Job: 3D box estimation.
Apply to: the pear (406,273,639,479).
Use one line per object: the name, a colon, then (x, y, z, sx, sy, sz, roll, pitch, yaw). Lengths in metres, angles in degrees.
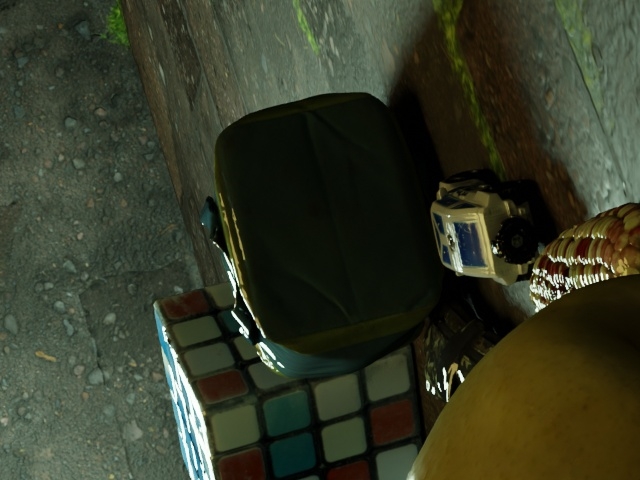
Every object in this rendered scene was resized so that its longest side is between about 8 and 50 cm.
pear: (0.182, 0.174, 0.942, 0.309, 0.309, 0.309, 165, 90, -78)

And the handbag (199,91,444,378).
handbag: (0.000, 0.000, 1.738, 0.241, 0.222, 0.263, 103, 148, -76)

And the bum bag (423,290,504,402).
bum bag: (0.143, 0.118, 1.580, 0.102, 0.069, 0.248, -67, 17, 5)

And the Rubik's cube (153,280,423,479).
Rubik's cube: (-0.035, 0.200, 2.071, 0.259, 0.253, 0.256, -121, 20, -58)

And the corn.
corn: (0.198, 0.022, 1.169, 0.253, 0.086, 0.086, 148, 106, -80)

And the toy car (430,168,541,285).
toy car: (0.135, -0.009, 1.454, 0.170, 0.070, 0.080, -150, 47, -75)
